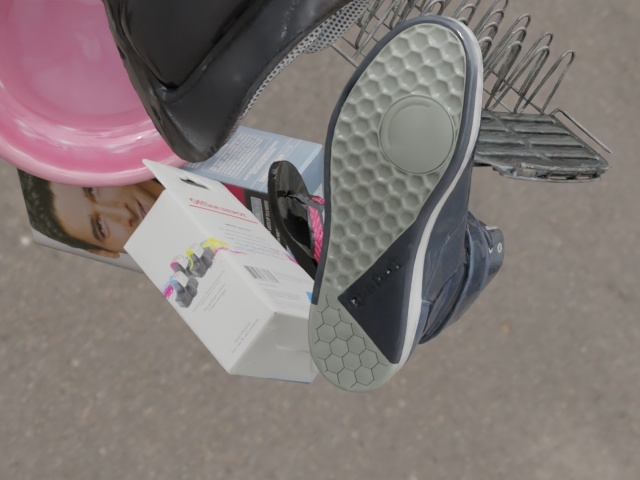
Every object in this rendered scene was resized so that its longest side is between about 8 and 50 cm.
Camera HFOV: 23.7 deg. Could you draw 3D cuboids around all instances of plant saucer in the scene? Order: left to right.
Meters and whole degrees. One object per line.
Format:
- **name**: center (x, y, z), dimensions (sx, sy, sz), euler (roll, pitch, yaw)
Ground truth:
- **plant saucer**: center (-0.234, -0.213, 1.638), dimensions (0.332, 0.332, 0.084), euler (25, 27, -28)

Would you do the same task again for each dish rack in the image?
- **dish rack**: center (0.079, -0.137, 1.017), dimensions (0.271, 0.074, 0.208), euler (45, 28, 27)

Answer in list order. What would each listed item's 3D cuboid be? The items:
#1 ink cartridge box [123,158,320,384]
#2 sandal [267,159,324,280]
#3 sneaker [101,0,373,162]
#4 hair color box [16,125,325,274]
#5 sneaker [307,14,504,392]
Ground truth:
- **ink cartridge box**: center (-0.071, 0.023, 1.138), dimensions (0.181, 0.061, 0.104), euler (47, 18, 32)
- **sandal**: center (0.000, 0.000, 1.407), dimensions (0.179, 0.040, 0.067), euler (66, 32, -24)
- **sneaker**: center (-0.075, -0.093, 0.398), dimensions (0.101, 0.268, 0.153), euler (-49, 123, -48)
- **hair color box**: center (-0.180, -0.053, 1.839), dimensions (0.374, 0.185, 0.113), euler (15, 43, 23)
- **sneaker**: center (0.066, -0.034, 0.935), dimensions (0.086, 0.226, 0.163), euler (22, 21, 20)
